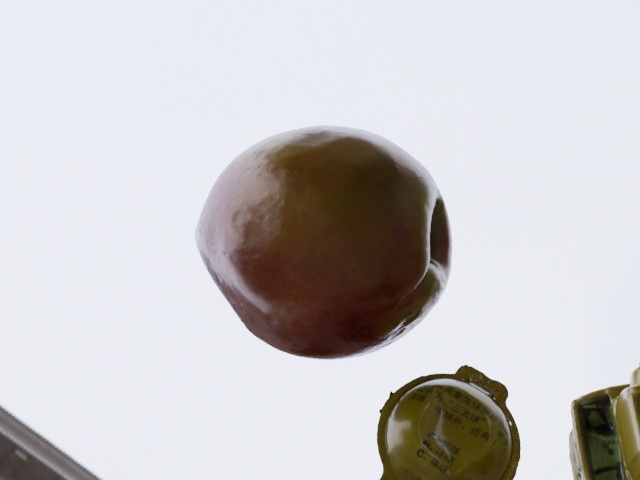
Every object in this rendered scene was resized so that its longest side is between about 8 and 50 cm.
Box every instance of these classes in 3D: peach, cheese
[{"bbox_3d":[0.000,0.000,1.259,0.332,0.308,0.308,6,-76,18],"label":"peach"},{"bbox_3d":[0.133,0.262,1.158,0.177,0.069,0.270,29,-118,14],"label":"cheese"}]

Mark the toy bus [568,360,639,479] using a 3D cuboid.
[{"bbox_3d":[0.300,0.211,0.934,0.123,0.121,0.335,-9,-26,12],"label":"toy bus"}]
